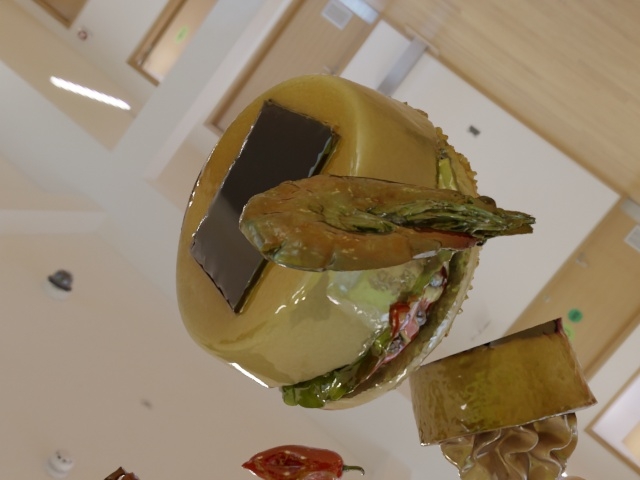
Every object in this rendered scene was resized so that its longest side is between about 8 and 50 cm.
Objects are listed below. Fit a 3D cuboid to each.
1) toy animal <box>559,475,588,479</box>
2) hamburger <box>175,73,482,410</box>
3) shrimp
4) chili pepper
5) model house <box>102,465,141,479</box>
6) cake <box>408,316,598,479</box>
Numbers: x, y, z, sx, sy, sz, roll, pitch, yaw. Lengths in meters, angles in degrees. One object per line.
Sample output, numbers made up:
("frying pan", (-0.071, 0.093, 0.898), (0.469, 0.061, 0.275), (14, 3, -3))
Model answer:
("toy animal", (0.331, 0.444, 0.956), (0.154, 0.250, 0.167), (-8, 98, 61))
("hamburger", (0.000, 0.000, 0.585), (0.170, 0.302, 0.302), (25, -165, -37))
("shrimp", (0.045, -0.007, 0.405), (0.190, 0.042, 0.101), (0, -147, -13))
("chili pepper", (-0.022, 0.335, 0.973), (0.191, 0.059, 0.050), (6, 163, -13))
("model house", (-0.195, 0.411, 0.704), (0.254, 0.196, 0.160), (33, 153, 30))
("cake", (0.209, 0.195, 0.715), (0.207, 0.185, 0.178), (-14, -105, -34))
